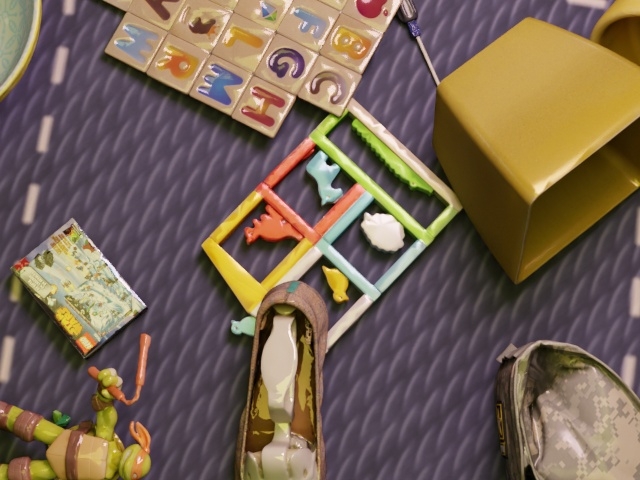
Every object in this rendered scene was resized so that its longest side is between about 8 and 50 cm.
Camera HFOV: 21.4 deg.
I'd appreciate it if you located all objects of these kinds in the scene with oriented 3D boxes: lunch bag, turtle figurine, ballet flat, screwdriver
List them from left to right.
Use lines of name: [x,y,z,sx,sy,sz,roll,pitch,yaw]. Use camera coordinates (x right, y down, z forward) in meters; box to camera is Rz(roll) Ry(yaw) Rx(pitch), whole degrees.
turtle figurine: [-0.275,0.224,1.880,0.217,0.087,0.269,8,95,11]
ballet flat: [-0.046,0.202,1.872,0.107,0.106,0.316,0,89,5]
screwdriver: [0.120,-0.228,1.996,0.024,0.025,0.170,-23,82,-4]
lunch bag: [0.286,0.232,1.821,0.169,0.235,0.287,-40,84,-3]

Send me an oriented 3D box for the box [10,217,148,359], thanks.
box: [-0.277,0.056,1.949,0.094,0.027,0.137,-39,84,-7]

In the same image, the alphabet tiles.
alphabet tiles: [-0.088,-0.292,1.995,0.342,0.011,0.285,27,80,8]

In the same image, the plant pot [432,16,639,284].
plant pot: [0.239,-0.117,1.885,0.212,0.212,0.187,-37,69,-16]

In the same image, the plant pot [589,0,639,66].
plant pot: [0.468,-0.235,1.903,0.254,0.254,0.239,39,67,5]

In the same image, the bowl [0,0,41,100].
bowl: [-0.450,-0.246,1.928,0.289,0.156,0.289,0,81,-1]

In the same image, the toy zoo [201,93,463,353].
toy zoo: [0.000,0.000,1.957,0.192,0.030,0.293,44,83,6]

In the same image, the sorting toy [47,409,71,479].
sorting toy: [-0.280,0.232,1.930,0.062,0.012,0.083,-11,85,3]
